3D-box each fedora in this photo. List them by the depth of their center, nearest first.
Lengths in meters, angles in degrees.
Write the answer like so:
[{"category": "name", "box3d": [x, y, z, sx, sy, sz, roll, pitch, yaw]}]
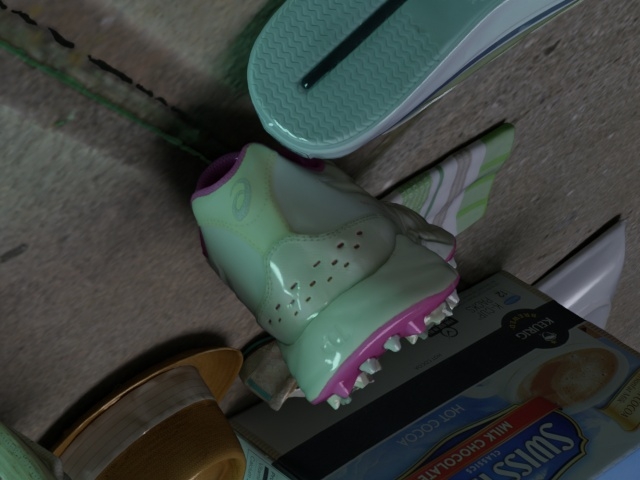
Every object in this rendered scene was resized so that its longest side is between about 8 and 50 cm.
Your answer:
[{"category": "fedora", "box3d": [-0.108, 0.153, 1.041, 0.194, 0.079, 0.194, -36, 160, -15]}]

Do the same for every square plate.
[{"category": "square plate", "box3d": [0.179, 0.156, 1.638, 0.347, 0.049, 0.344, -37, 160, -11]}]

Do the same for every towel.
[{"category": "towel", "box3d": [0.070, -0.013, 1.110, 0.152, 0.023, 0.113, -32, 159, -26]}]

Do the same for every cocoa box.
[{"category": "cocoa box", "box3d": [0.109, 0.220, 1.283, 0.347, 0.228, 0.231, -24, 134, -40]}]

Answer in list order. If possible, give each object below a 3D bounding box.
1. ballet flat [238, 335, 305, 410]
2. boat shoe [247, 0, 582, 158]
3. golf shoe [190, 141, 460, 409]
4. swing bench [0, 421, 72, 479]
[{"category": "ballet flat", "box3d": [0.012, 0.077, 1.146, 0.168, 0.052, 0.057, -26, 155, -38]}, {"category": "boat shoe", "box3d": [0.091, -0.152, 0.770, 0.302, 0.109, 0.094, -36, 177, 11]}, {"category": "golf shoe", "box3d": [0.000, 0.000, 0.889, 0.115, 0.140, 0.306, -44, -179, 0]}, {"category": "swing bench", "box3d": [-0.223, 0.187, 0.782, 0.255, 0.165, 0.253, -44, 161, -10]}]
